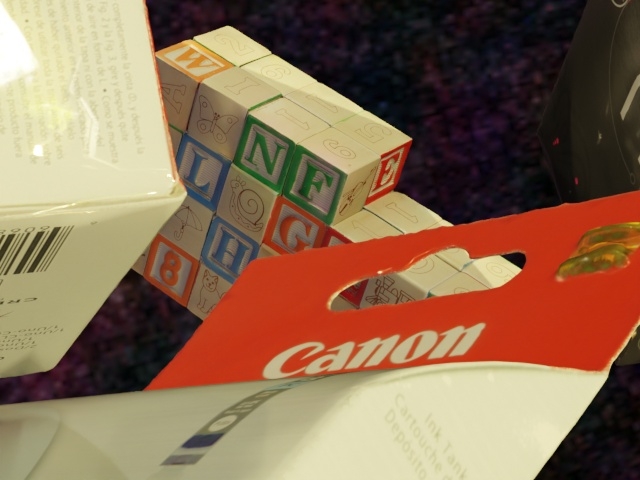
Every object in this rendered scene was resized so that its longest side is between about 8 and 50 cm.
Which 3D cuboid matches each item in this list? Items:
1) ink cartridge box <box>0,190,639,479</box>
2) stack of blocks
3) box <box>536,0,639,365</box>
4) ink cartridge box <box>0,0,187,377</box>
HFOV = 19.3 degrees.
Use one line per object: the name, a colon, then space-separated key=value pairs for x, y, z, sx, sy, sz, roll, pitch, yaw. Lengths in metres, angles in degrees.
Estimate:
ink cartridge box: x=-0.050 y=0.069 z=0.746 sx=0.308 sy=0.385 sz=0.091 roll=-11 pitch=117 yaw=45
stack of blocks: x=0.000 y=0.000 z=1.307 sx=0.297 sy=0.087 sz=0.171 roll=34 pitch=125 yaw=22
box: x=0.225 y=-0.074 z=0.972 sx=0.270 sy=0.143 sz=0.165 roll=102 pitch=157 yaw=-57
ink cartridge box: x=-0.166 y=-0.110 z=0.671 sx=0.272 sy=0.130 sz=0.309 roll=137 pitch=125 yaw=-64
